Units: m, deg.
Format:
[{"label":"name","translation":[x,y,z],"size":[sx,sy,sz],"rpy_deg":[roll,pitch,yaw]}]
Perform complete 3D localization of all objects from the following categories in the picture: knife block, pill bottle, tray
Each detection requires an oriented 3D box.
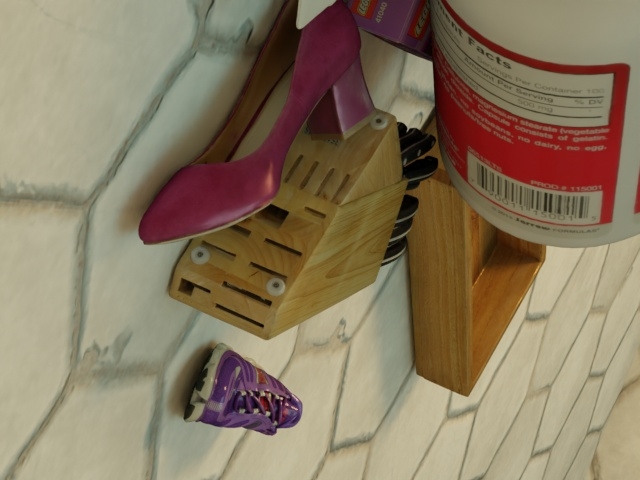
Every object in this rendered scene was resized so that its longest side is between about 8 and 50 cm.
[{"label":"knife block","translation":[0.000,0.000,1.515],"size":[0.275,0.088,0.242],"rpy_deg":[-59,160,-25]},{"label":"pill bottle","translation":[0.195,-0.183,1.423],"size":[0.229,0.229,0.407],"rpy_deg":[-59,162,-23]},{"label":"tray","translation":[0.166,-0.024,1.979],"size":[0.203,0.076,0.411],"rpy_deg":[-58,161,-26]}]

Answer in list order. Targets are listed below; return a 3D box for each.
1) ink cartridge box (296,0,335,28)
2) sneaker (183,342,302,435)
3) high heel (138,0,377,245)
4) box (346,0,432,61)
[{"label":"ink cartridge box","translation":[0.010,-0.241,1.289],"size":[0.198,0.067,0.115],"rpy_deg":[-51,156,-44]},{"label":"sneaker","translation":[-0.056,0.126,1.541],"size":[0.068,0.071,0.170],"rpy_deg":[-68,161,3]},{"label":"high heel","translation":[-0.053,-0.092,1.324],"size":[0.244,0.082,0.117],"rpy_deg":[-35,114,-34]},{"label":"box","translation":[0.123,-0.292,1.555],"size":[0.293,0.057,0.201],"rpy_deg":[-69,161,6]}]
